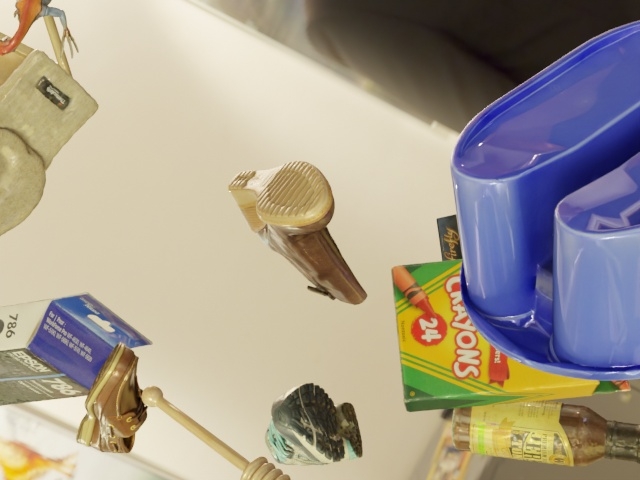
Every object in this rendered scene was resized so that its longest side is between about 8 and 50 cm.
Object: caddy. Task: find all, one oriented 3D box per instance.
[{"bbox_3d":[0.263,-0.030,0.836,0.341,0.179,0.241,-33,40,-19],"label":"caddy"}]

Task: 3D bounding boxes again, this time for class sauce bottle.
[{"bbox_3d":[0.404,0.334,1.822,0.111,0.344,0.111,3,-90,-70],"label":"sauce bottle"}]

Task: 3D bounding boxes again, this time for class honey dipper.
[{"bbox_3d":[-0.086,0.161,0.834,0.030,0.161,0.030,-39,-34,-33],"label":"honey dipper"}]

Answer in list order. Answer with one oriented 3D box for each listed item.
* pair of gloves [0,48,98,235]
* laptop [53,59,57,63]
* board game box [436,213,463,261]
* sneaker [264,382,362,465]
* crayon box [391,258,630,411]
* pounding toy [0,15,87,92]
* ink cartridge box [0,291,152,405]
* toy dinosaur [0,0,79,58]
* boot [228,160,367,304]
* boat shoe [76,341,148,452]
[{"bbox_3d":[-0.323,-0.103,0.833,0.042,0.240,0.204,8,65,58],"label":"pair of gloves"},{"bbox_3d":[-0.683,-0.343,1.674,0.408,0.382,0.236,72,-161,-51],"label":"laptop"},{"bbox_3d":[0.260,0.085,1.740,0.042,0.165,0.243,-12,80,30],"label":"board game box"},{"bbox_3d":[-0.027,0.285,1.500,0.283,0.122,0.110,47,-153,-64],"label":"sneaker"},{"bbox_3d":[0.267,0.124,1.480,0.081,0.318,0.202,70,-166,-68],"label":"crayon box"},{"bbox_3d":[-0.379,-0.194,1.284,0.181,0.206,0.094,-64,2,-19],"label":"pounding toy"},{"bbox_3d":[-0.386,0.142,1.252,0.165,0.333,0.065,52,-148,-55],"label":"ink cartridge box"},{"bbox_3d":[-0.196,-0.164,0.699,0.082,0.047,0.090,-65,-30,-44],"label":"toy dinosaur"},{"bbox_3d":[0.000,0.000,1.289,0.090,0.207,0.248,-48,24,-12],"label":"boot"},{"bbox_3d":[-0.199,0.161,1.044,0.178,0.060,0.064,116,178,-50],"label":"boat shoe"}]
